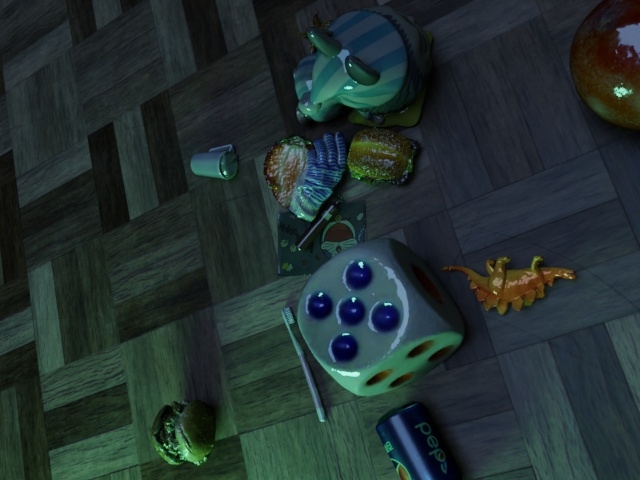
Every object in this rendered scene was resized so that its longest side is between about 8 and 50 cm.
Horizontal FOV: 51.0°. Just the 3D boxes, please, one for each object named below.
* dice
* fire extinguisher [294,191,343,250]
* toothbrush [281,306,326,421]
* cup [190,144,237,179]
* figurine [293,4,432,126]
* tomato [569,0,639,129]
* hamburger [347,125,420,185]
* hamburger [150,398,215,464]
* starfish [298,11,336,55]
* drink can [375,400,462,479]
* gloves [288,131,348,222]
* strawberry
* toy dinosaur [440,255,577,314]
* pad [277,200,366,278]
[{"bbox_3d":[0.125,0.161,1.388,0.251,0.259,0.243,-38,64,18],"label":"dice"},{"bbox_3d":[-0.002,-0.050,1.623,0.173,0.035,0.049,-49,24,12],"label":"fire extinguisher"},{"bbox_3d":[-0.037,0.289,1.588,0.025,0.020,0.286,-27,69,15],"label":"toothbrush"},{"bbox_3d":[-0.277,-0.215,1.792,0.116,0.074,0.104,7,60,34],"label":"cup"},{"bbox_3d":[0.040,-0.405,1.473,0.361,0.377,0.266,-10,76,25],"label":"figurine"},{"bbox_3d":[0.594,-0.343,1.232,0.265,0.265,0.265,-6,78,28],"label":"tomato"},{"bbox_3d":[0.138,-0.193,1.543,0.166,0.087,0.137,19,90,30],"label":"hamburger"},{"bbox_3d":[-0.321,0.477,1.641,0.131,0.159,0.185,-15,118,15],"label":"hamburger"},{"bbox_3d":[0.002,-0.539,1.708,0.130,0.041,0.133,-26,69,21],"label":"starfish"},{"bbox_3d":[0.204,0.439,1.374,0.118,0.118,0.205,-37,65,18],"label":"drink can"},{"bbox_3d":[0.001,-0.152,1.593,0.097,0.119,0.229,20,91,37],"label":"gloves"},{"bbox_3d":[-0.065,-0.170,1.654,0.146,0.082,0.187,11,94,6],"label":"strawberry"},{"bbox_3d":[0.377,0.093,1.374,0.288,0.070,0.117,-5,79,33],"label":"toy dinosaur"},{"bbox_3d":[0.000,0.000,1.631,0.245,0.006,0.170,-7,78,27],"label":"pad"}]
